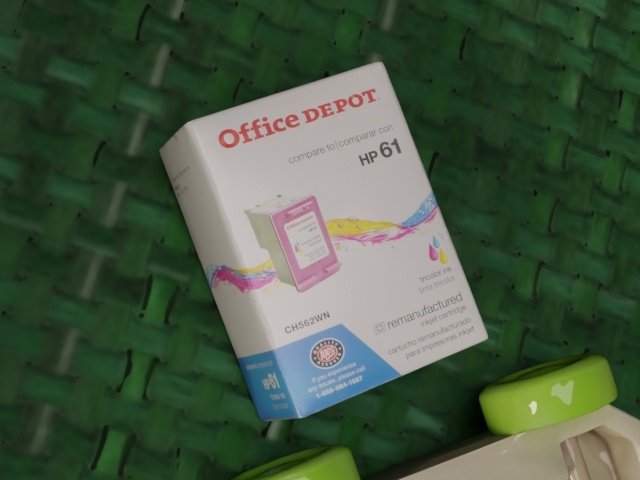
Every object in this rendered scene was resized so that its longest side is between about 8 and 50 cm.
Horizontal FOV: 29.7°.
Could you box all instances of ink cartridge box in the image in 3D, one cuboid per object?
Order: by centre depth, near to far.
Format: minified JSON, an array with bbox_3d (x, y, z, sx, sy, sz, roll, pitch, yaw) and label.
[{"bbox_3d":[0.000,0.000,0.487,0.089,0.052,0.122,-21,87,-20],"label":"ink cartridge box"}]

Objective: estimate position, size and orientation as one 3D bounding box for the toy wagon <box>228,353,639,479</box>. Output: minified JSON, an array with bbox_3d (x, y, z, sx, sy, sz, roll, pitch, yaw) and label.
[{"bbox_3d":[0.111,0.185,0.488,0.344,0.068,0.267,-17,87,-21],"label":"toy wagon"}]
